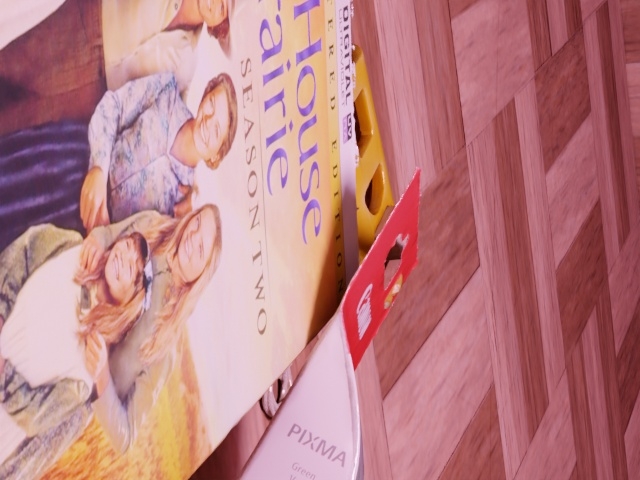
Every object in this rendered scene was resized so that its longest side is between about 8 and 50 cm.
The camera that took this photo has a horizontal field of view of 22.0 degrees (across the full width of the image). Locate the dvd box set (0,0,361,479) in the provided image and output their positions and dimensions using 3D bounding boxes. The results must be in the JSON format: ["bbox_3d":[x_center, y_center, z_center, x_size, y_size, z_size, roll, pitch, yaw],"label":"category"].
[{"bbox_3d":[-0.081,-0.053,0.576,0.420,0.062,0.307,-43,133,-64],"label":"dvd box set"}]

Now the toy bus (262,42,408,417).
[{"bbox_3d":[-0.004,-0.008,0.899,0.202,0.104,0.190,36,54,-66],"label":"toy bus"}]

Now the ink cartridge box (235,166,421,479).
[{"bbox_3d":[0.012,0.094,0.799,0.224,0.056,0.181,-57,170,-12],"label":"ink cartridge box"}]
